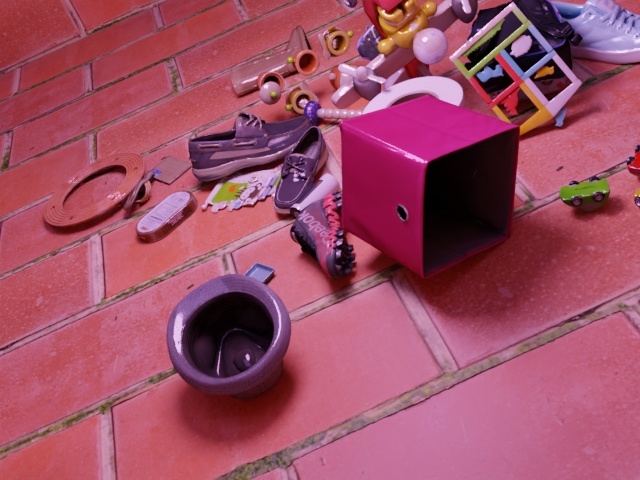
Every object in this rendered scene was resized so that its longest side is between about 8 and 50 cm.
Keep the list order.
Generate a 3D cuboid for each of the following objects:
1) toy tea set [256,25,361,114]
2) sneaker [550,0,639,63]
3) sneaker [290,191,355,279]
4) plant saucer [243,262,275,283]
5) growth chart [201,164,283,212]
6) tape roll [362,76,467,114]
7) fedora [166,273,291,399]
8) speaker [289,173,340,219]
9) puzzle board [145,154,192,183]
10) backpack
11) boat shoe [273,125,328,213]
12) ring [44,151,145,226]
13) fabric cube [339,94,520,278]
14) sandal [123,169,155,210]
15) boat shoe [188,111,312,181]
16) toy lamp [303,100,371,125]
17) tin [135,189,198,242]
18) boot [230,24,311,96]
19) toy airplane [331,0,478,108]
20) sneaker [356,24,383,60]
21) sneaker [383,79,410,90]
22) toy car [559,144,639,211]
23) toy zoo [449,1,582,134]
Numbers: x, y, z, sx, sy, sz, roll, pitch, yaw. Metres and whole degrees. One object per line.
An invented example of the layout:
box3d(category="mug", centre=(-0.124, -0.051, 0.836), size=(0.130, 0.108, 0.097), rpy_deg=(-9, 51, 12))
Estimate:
box3d(category="toy tea set", centre=(-0.015, -0.458, 2.222), size=(0.336, 0.200, 0.124), rpy_deg=(-32, 29, -11))
box3d(category="sneaker", centre=(0.721, -0.541, 1.960), size=(0.366, 0.150, 0.135), rpy_deg=(12, 51, 38))
box3d(category="sneaker", centre=(0.000, 0.000, 1.737), size=(0.135, 0.098, 0.276), rpy_deg=(-17, 35, 9))
box3d(category="plant saucer", centre=(-0.182, 0.124, 1.751), size=(0.067, 0.018, 0.192), rpy_deg=(17, 54, 41))
box3d(category="growth chart", centre=(-0.194, -0.141, 2.079), size=(0.237, 0.021, 0.172), rpy_deg=(-6, 41, 23))
box3d(category="tape roll", centre=(0.237, -0.253, 1.857), size=(0.246, 0.169, 0.246), rpy_deg=(-15, 37, 12))
box3d(category="fedora", centre=(-0.167, 0.209, 1.549), size=(0.243, 0.124, 0.275), rpy_deg=(-37, 47, -14))
box3d(category="speaker", centre=(-0.012, -0.102, 1.904), size=(0.055, 0.055, 0.136), rpy_deg=(17, 53, 42))
box3d(category="puzzle board", centre=(-0.446, -0.208, 2.306), size=(0.128, 0.011, 0.096), rpy_deg=(20, 56, 44))
box3d(category="backpack", centre=(0.501, -0.487, 1.964), size=(0.276, 0.213, 0.263), rpy_deg=(-8, 51, 14))
box3d(category="boat shoe", centre=(-0.055, -0.184, 1.987), size=(0.102, 0.092, 0.285), rpy_deg=(8, 46, 21))
box3d(category="ring", centre=(-0.668, -0.149, 2.327), size=(0.336, 0.032, 0.337), rpy_deg=(-18, 36, 14))
box3d(category="fabric cube", centre=(0.213, -0.120, 1.578), size=(0.259, 0.254, 0.258), rpy_deg=(-22, 36, -30))
box3d(category="sandal", centre=(-0.505, -0.140, 2.221), size=(0.072, 0.049, 0.180), rpy_deg=(-50, 9, 32))
box3d(category="boat shoe", centre=(-0.195, -0.277, 2.131), size=(0.355, 0.130, 0.132), rpy_deg=(-22, 28, -6))
box3d(category="toy lamp", centre=(0.080, -0.345, 2.129), size=(0.274, 0.080, 0.080), rpy_deg=(10, 48, 36))
box3d(category="tin", centre=(-0.414, -0.067, 2.097), size=(0.106, 0.040, 0.190), rpy_deg=(16, 52, 46))
box3d(category="boot", centre=(-0.164, -0.594, 2.561), size=(0.269, 0.089, 0.236), rpy_deg=(-20, 37, 8))
box3d(category="toy airplane", centre=(0.230, -0.501, 1.967), size=(0.384, 0.386, 0.272), rpy_deg=(-4, 34, -31))
box3d(category="sneaker", centre=(0.194, -0.593, 2.326), size=(0.147, 0.130, 0.330), rpy_deg=(-16, 14, 39))
box3d(category="sneaker", centre=(0.197, -0.448, 2.205), size=(0.071, 0.068, 0.170), rpy_deg=(-35, 38, -5))
box3d(category="toy car", centre=(0.599, -0.101, 1.570), size=(0.225, 0.053, 0.239), rpy_deg=(-11, 38, 18))
box3d(category="toy zoo", centre=(0.468, -0.379, 1.825), size=(0.192, 0.293, 0.030), rpy_deg=(-40, 0, 17))
